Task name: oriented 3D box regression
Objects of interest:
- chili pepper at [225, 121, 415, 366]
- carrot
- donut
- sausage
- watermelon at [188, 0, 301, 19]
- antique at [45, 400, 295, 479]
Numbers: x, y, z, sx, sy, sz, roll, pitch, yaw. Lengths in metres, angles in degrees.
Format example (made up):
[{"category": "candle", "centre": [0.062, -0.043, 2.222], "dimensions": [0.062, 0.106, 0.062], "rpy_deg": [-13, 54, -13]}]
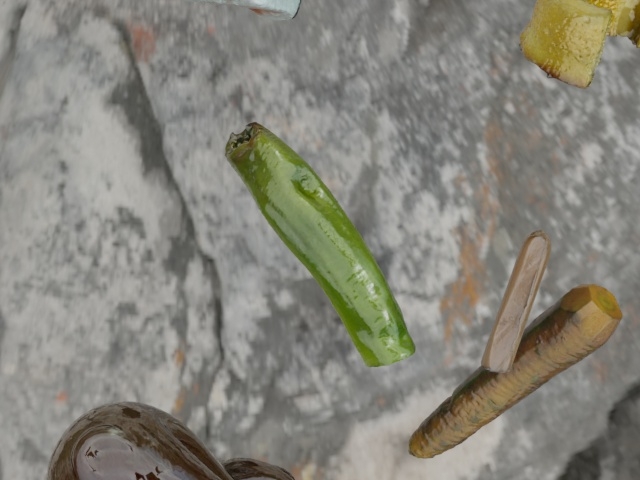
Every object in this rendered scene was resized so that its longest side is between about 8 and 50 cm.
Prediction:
[{"category": "chili pepper", "centre": [0.000, 0.000, 1.010], "dimensions": [0.052, 0.050, 0.201], "rpy_deg": [-36, 86, 13]}, {"category": "carrot", "centre": [0.197, 0.152, 1.552], "dimensions": [0.066, 0.066, 0.314], "rpy_deg": [32, 126, -17]}, {"category": "donut", "centre": [0.281, -0.218, 1.441], "dimensions": [0.181, 0.146, 0.078], "rpy_deg": [-14, 129, -22]}, {"category": "sausage", "centre": [0.152, 0.047, 1.127], "dimensions": [0.026, 0.026, 0.116], "rpy_deg": [14, 105, -11]}, {"category": "watermelon", "centre": [-0.071, -0.307, 1.361], "dimensions": [0.320, 0.289, 0.213], "rpy_deg": [-36, 98, 0]}, {"category": "antique", "centre": [-0.091, 0.195, 1.017], "dimensions": [0.121, 0.143, 0.257], "rpy_deg": [-43, 145, 13]}]
